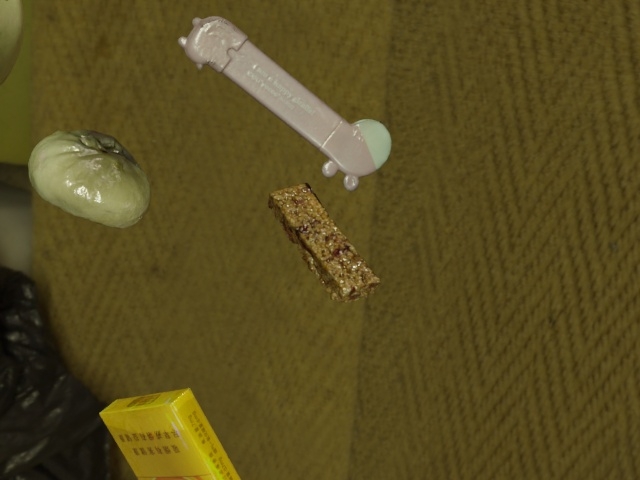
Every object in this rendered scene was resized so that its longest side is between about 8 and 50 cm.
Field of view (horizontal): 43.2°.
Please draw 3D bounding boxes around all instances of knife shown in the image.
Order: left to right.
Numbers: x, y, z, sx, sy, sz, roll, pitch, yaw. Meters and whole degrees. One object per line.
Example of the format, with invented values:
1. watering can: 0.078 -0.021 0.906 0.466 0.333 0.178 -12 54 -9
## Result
1. knife: -0.052 -0.235 1.345 0.399 0.038 0.132 36 90 -18

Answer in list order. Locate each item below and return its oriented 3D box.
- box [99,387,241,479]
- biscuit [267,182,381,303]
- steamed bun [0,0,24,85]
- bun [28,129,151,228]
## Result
1. box: -0.150 0.305 0.976 0.152 0.043 0.269 -15 106 42
2. biscuit: 0.000 0.000 1.060 0.199 0.064 0.034 54 153 32
3. steamed bun: -0.868 -0.395 1.690 0.456 0.371 0.289 -9 111 28
4. bun: -0.476 -0.135 1.692 0.273 0.273 0.168 32 104 17
